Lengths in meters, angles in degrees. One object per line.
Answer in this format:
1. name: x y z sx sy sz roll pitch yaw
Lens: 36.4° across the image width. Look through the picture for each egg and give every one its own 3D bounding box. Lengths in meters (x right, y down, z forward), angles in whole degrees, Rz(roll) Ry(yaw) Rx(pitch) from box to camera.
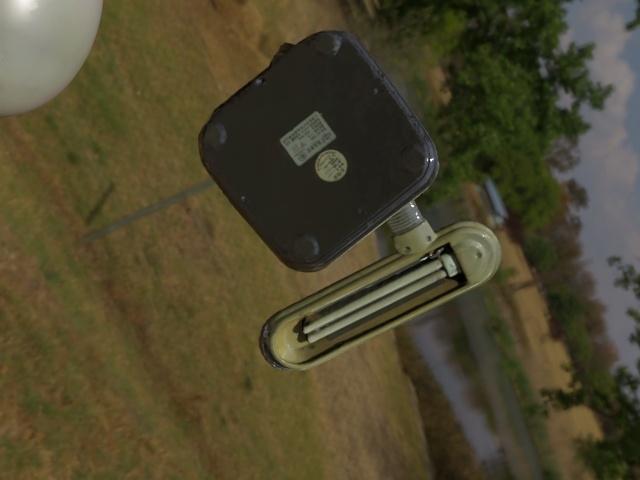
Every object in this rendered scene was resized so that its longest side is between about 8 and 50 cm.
1. egg: -0.172 -0.134 0.533 0.103 0.103 0.135 32 72 -74

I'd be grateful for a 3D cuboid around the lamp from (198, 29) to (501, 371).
1. lamp: -0.003 -0.005 0.667 0.124 0.203 0.283 55 6 23
